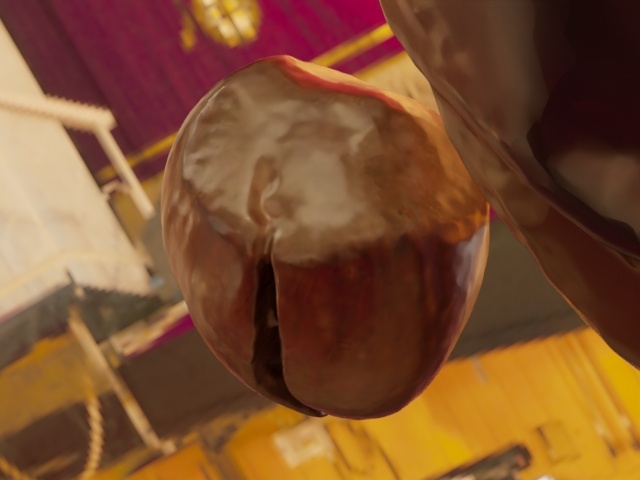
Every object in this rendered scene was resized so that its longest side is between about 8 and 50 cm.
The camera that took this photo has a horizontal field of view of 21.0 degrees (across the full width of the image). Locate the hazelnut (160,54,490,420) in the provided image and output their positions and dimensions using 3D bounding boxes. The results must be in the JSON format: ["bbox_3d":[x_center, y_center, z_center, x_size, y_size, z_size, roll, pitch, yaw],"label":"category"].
[{"bbox_3d":[0.000,0.000,0.731,0.143,0.154,0.143,-32,-32,-23],"label":"hazelnut"}]

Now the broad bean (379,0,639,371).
[{"bbox_3d":[0.107,-0.041,0.359,0.156,0.228,0.122,-45,-2,26],"label":"broad bean"}]
